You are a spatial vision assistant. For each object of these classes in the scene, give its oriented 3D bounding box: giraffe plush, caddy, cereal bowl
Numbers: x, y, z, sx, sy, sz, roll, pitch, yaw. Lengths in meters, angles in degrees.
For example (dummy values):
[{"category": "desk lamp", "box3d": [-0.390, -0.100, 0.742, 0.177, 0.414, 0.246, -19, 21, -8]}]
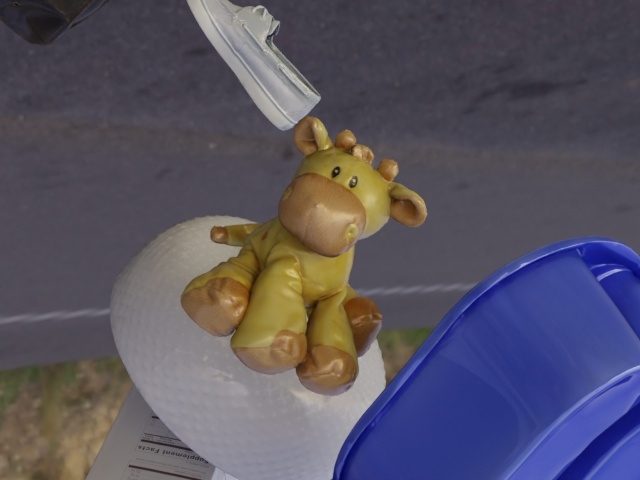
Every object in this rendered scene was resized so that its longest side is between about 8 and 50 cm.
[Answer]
[{"category": "giraffe plush", "box3d": [0.000, 0.000, 1.043, 0.181, 0.210, 0.170, 24, 122, -14]}, {"category": "caddy", "box3d": [0.163, 0.151, 1.022, 0.241, 0.179, 0.341, 19, 116, -46]}, {"category": "cereal bowl", "box3d": [-0.053, 0.097, 1.332, 0.141, 0.339, 0.339, -46, 155, 26]}]

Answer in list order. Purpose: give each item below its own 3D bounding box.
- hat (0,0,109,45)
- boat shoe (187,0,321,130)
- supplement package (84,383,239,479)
[{"category": "hat", "box3d": [-0.307, -0.310, 1.410, 0.331, 0.134, 0.331, -29, -159, 12]}, {"category": "boat shoe", "box3d": [-0.082, -0.246, 1.500, 0.081, 0.227, 0.079, -35, -174, 11]}, {"category": "supplement package", "box3d": [-0.164, 0.256, 1.368, 0.133, 0.244, 0.139, 8, 130, 11]}]
